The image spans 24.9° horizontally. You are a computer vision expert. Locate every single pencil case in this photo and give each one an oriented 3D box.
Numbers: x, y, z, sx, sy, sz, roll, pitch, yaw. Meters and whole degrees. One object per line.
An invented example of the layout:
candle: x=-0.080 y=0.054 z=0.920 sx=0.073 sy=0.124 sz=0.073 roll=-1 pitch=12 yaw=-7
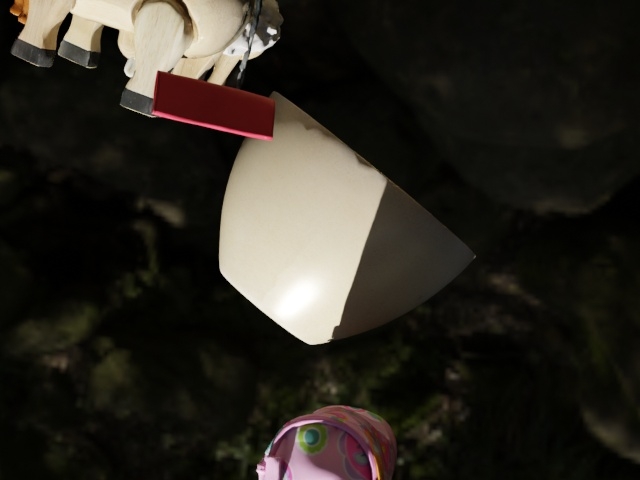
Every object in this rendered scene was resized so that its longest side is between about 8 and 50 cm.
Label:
pencil case: x=0.011 y=0.224 z=1.430 sx=0.124 sy=0.124 sz=0.284 roll=5 pitch=177 yaw=5

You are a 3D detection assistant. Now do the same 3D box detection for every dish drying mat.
dish drying mat: x=-0.070 y=-0.089 z=0.959 sx=0.083 sy=0.032 sz=0.008 roll=11 pitch=161 yaw=-20

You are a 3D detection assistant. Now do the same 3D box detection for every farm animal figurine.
farm animal figurine: x=-0.189 y=-0.213 z=1.057 sx=0.327 sy=0.172 sz=0.330 roll=21 pitch=-165 yaw=0

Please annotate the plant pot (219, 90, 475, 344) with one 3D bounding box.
plant pot: x=0.000 y=0.000 z=1.579 sx=0.284 sy=0.191 sz=0.284 roll=39 pitch=-178 yaw=-2
